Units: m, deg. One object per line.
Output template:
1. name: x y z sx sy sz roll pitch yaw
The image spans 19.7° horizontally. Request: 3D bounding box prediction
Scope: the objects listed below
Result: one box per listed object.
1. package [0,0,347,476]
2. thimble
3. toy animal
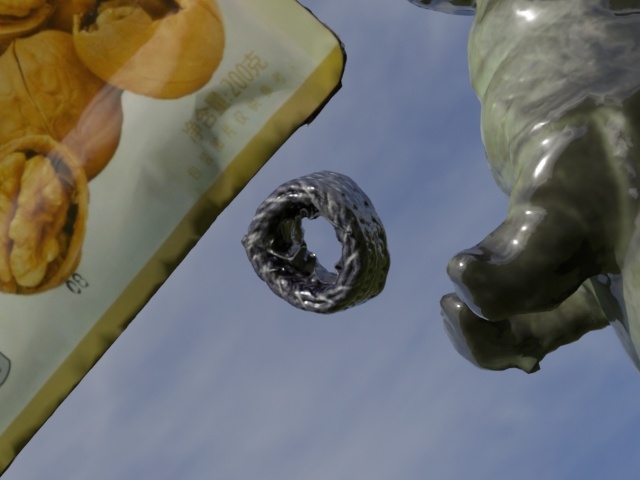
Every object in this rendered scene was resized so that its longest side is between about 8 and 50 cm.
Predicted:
1. package: -0.160 -0.040 0.883 0.311 0.221 0.165 -50 2 3
2. thimble: 0.002 0.001 1.376 0.066 0.104 0.095 -17 -45 -58
3. toy animal: 0.109 -0.031 0.621 0.168 0.343 0.106 -26 -18 -4
